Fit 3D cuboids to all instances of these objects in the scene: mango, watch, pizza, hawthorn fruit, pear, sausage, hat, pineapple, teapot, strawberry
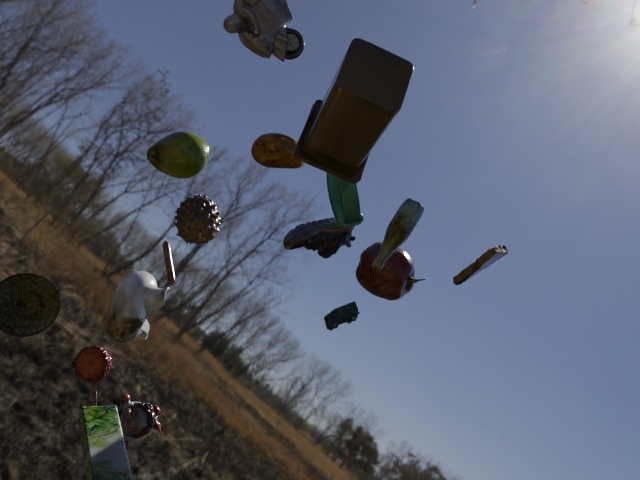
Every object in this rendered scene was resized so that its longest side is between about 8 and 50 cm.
[{"bbox_3d":[-0.192,-0.434,2.638,0.291,0.159,0.191,13,-31,-27],"label":"mango"},{"bbox_3d":[0.070,-0.146,1.607,0.195,0.068,0.236,108,-28,-73],"label":"watch"},{"bbox_3d":[0.438,0.057,1.457,0.036,0.185,0.176,56,1,18],"label":"pizza"},{"bbox_3d":[0.284,0.136,2.342,0.261,0.258,0.258,57,-9,25],"label":"hawthorn fruit"},{"bbox_3d":[-0.536,-0.322,2.022,0.220,0.187,0.187,2,2,-31],"label":"pear"},{"bbox_3d":[-0.620,0.090,2.194,0.029,0.030,0.223,70,1,-59],"label":"sausage"},{"bbox_3d":[-0.685,0.149,1.246,0.146,0.146,0.067,44,-25,-17],"label":"hat"},{"bbox_3d":[-0.430,-0.085,1.881,0.166,0.193,0.166,-1,-35,-1],"label":"pineapple"},{"bbox_3d":[-0.520,0.192,1.503,0.140,0.204,0.298,22,-38,-18],"label":"teapot"},{"bbox_3d":[-0.846,0.463,2.005,0.145,0.145,0.086,31,-23,21],"label":"strawberry"}]

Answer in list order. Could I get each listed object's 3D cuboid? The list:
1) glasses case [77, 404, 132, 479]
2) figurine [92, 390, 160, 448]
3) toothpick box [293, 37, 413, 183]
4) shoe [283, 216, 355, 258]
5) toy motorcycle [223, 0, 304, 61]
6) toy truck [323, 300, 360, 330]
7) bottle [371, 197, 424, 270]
[{"bbox_3d":[-0.539,0.533,1.340,0.095,0.062,0.272,9,26,-35],"label":"glasses case"},{"bbox_3d":[-0.661,0.623,1.840,0.226,0.183,0.160,6,-39,-25],"label":"figurine"},{"bbox_3d":[0.078,-0.302,1.267,0.188,0.190,0.308,24,-24,-7],"label":"toothpick box"},{"bbox_3d":[0.000,0.000,1.994,0.114,0.291,0.137,-141,-139,-62],"label":"shoe"},{"bbox_3d":[-0.151,-0.539,1.275,0.260,0.171,0.110,65,-7,-11],"label":"toy motorcycle"},{"bbox_3d":[0.086,0.315,2.218,0.079,0.147,0.065,66,-25,10],"label":"toy truck"},{"bbox_3d":[0.257,-0.018,1.833,0.083,0.269,0.083,33,-8,5],"label":"bottle"}]
